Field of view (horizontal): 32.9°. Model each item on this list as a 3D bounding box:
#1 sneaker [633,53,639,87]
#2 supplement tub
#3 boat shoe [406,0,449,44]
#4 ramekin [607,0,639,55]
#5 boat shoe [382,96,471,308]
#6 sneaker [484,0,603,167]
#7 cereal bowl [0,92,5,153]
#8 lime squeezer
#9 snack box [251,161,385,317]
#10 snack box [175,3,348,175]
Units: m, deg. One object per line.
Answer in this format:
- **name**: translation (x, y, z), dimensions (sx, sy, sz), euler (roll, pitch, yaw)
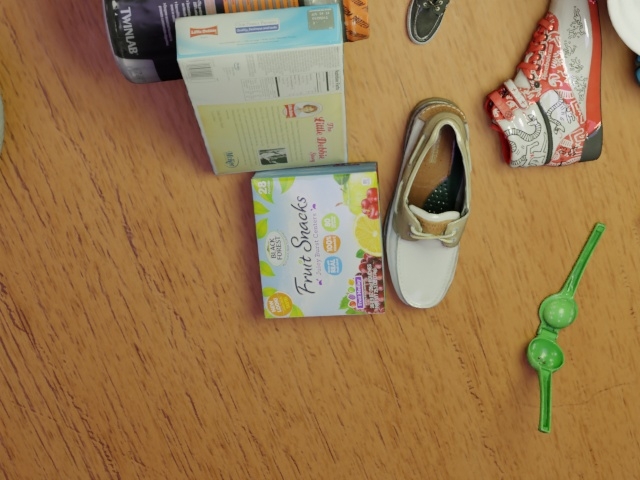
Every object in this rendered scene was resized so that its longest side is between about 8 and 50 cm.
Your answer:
- **sneaker**: translation (0.549, -0.318, 1.421), dimensions (0.139, 0.125, 0.341), euler (25, 105, -38)
- **supplement tub**: translation (-0.103, -0.307, 1.351), dimensions (0.315, 0.193, 0.194), euler (-6, 108, 1)
- **boat shoe**: translation (0.150, -0.326, 1.430), dimensions (0.049, 0.040, 0.142), euler (16, 107, -7)
- **ramekin**: translation (0.460, -0.331, 1.222), dimensions (0.277, 0.135, 0.277), euler (4, 144, 3)
- **boat shoe**: translation (0.147, -0.039, 1.490), dimensions (0.113, 0.103, 0.302), euler (1, 108, -1)
- **sneaker**: translation (0.292, -0.225, 1.440), dimensions (0.144, 0.090, 0.270), euler (-9, 111, -1)
- **cereal bowl**: translation (-0.572, -0.166, 1.414), dimensions (0.338, 0.141, 0.339), euler (0, 108, -1)
- **lime squeezer**: translation (0.338, 0.125, 1.555), dimensions (0.058, 0.110, 0.311), euler (17, 76, 10)
- **snack box**: translation (0.000, 0.000, 1.514), dimensions (0.174, 0.070, 0.207), euler (-2, 107, 5)
- **snack box**: translation (-0.062, -0.176, 1.347), dimensions (0.187, 0.322, 0.060), euler (-5, 69, 0)
